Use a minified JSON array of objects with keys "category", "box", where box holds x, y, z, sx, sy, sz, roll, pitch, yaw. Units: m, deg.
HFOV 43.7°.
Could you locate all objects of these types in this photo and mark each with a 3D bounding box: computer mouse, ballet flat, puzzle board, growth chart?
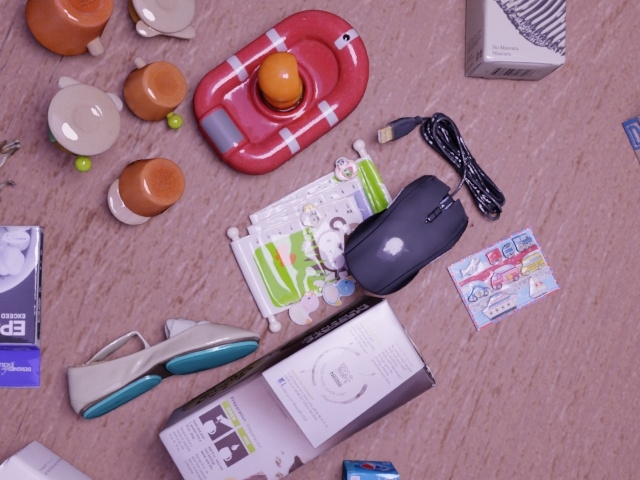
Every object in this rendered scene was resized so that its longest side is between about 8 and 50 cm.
[{"category":"computer mouse","box":[0.117,-0.062,0.995,0.262,0.060,0.184,-33,88,-29]},{"category":"ballet flat","box":[-0.201,0.141,1.000,0.248,0.086,0.086,-22,89,-4]},{"category":"puzzle board","box":[0.246,0.050,1.068,0.128,0.011,0.096,-26,89,-5]},{"category":"growth chart","box":[0.000,0.000,1.048,0.237,0.021,0.172,-33,91,-5]}]

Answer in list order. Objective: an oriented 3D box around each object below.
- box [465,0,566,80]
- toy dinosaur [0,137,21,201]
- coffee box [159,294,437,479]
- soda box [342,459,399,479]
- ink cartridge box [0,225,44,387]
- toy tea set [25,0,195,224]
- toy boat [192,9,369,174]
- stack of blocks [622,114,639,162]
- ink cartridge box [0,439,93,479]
[{"category":"box","box":[0.256,-0.355,1.047,0.113,0.094,0.275,1,88,-5]},{"category":"toy dinosaur","box":[-0.458,-0.069,1.009,0.183,0.053,0.092,-21,73,-12]},{"category":"coffee box","box":[-0.028,0.190,0.962,0.297,0.168,0.119,-30,90,-5]},{"category":"soda box","box":[0.057,0.390,1.006,0.067,0.071,0.210,4,87,-3]},{"category":"ink cartridge box","box":[-0.454,0.083,0.997,0.206,0.045,0.208,1,88,-5]},{"category":"toy tea set","box":[-0.266,-0.188,1.010,0.200,0.124,0.336,3,83,-34]},{"category":"toy boat","box":[-0.046,-0.192,0.987,0.231,0.151,0.151,-37,91,-5]},{"category":"stack of blocks","box":[0.502,-0.111,0.952,0.087,0.297,0.171,-24,90,-7]},{"category":"ink cartridge box","box":[-0.306,0.402,0.956,0.273,0.115,0.198,36,85,-2]}]
